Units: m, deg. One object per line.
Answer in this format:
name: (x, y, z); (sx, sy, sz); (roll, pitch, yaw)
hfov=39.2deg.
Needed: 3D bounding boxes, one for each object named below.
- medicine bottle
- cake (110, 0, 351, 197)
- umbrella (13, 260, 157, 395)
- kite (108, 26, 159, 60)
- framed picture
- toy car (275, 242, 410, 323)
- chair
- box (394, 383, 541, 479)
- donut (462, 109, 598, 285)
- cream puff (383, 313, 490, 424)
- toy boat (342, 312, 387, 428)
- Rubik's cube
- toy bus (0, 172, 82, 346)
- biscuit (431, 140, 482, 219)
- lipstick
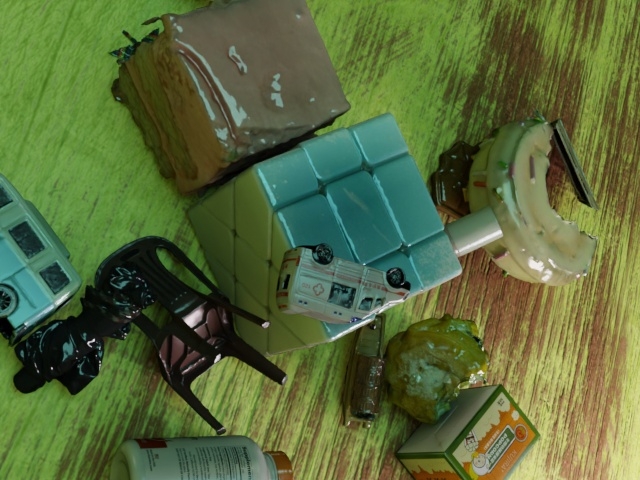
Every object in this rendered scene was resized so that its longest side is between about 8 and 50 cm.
medicine bottle: (-0.192, 0.405, 1.498); (0.288, 0.157, 0.157); (4, 75, -28)
cake: (-0.154, -0.262, 1.609); (0.314, 0.306, 0.293); (-29, 93, -31)
umbrella: (-0.381, 0.151, 1.450); (0.272, 0.110, 0.122); (-42, 135, 2)
kite: (-0.343, -0.365, 1.708); (0.122, 0.004, 0.090); (-43, 98, -30)
framed picture: (0.567, -0.171, 2.037); (0.016, 0.273, 0.217); (-24, 90, 11)
toy car: (0.036, 0.079, 1.383); (0.209, 0.089, 0.108); (17, 74, -20)
chair: (-0.233, 0.151, 1.570); (0.175, 0.183, 0.326); (-34, 50, -30)
box: (0.287, 0.401, 1.748); (0.195, 0.177, 0.148); (-42, 99, -30)
donut: (0.443, -0.068, 1.940); (0.307, 0.150, 0.371); (-30, 99, -45)
cream puff: (0.224, 0.235, 1.761); (0.194, 0.221, 0.195); (36, 26, -20)
toy boat: (0.090, 0.247, 1.714); (0.068, 0.088, 0.226); (10, 91, -21)
Rubik's cube: (0.000, 0.000, 1.617); (0.315, 0.318, 0.322); (-23, 89, -32)
toy bus: (-0.511, 0.014, 1.433); (0.164, 0.133, 0.271); (-37, 91, -28)
biscuit: (0.335, -0.135, 1.999); (0.182, 0.034, 0.215); (31, 64, -19)
lipstick: (0.235, 0.014, 1.801); (0.254, 0.070, 0.070); (-25, 89, 9)
